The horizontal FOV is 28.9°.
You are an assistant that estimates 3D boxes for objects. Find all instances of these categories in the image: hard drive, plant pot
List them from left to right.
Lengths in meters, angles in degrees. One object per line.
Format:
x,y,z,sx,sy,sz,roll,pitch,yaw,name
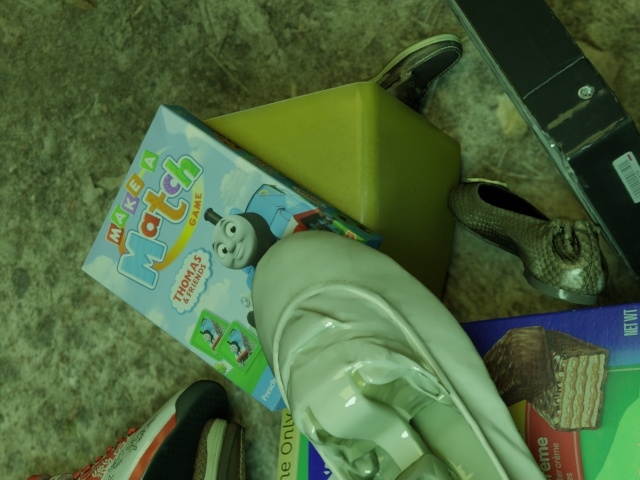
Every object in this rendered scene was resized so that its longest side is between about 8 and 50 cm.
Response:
0.000,0.000,1.086,0.212,0.212,0.187,-12,74,25,plant pot
0.178,-0.141,1.025,0.064,0.237,0.339,-33,54,11,hard drive

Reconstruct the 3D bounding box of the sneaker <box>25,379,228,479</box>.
-0.204,0.226,1.146,0.145,0.090,0.270,24,81,34,sneaker

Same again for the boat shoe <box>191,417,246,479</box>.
-0.070,0.280,1.056,0.095,0.095,0.257,6,64,-5,boat shoe

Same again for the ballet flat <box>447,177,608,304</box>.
0.168,-0.015,1.008,0.250,0.084,0.058,-122,43,-70,ballet flat

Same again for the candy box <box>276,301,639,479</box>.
0.124,0.200,0.950,0.317,0.122,0.268,-10,63,27,candy box

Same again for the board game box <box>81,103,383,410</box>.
-0.076,0.011,0.998,0.211,0.039,0.160,34,105,21,board game box

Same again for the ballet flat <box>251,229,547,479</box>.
0.061,0.141,0.818,0.139,0.139,0.400,-39,67,7,ballet flat

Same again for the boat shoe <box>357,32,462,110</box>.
0.077,-0.143,1.204,0.152,0.056,0.049,-33,58,23,boat shoe
